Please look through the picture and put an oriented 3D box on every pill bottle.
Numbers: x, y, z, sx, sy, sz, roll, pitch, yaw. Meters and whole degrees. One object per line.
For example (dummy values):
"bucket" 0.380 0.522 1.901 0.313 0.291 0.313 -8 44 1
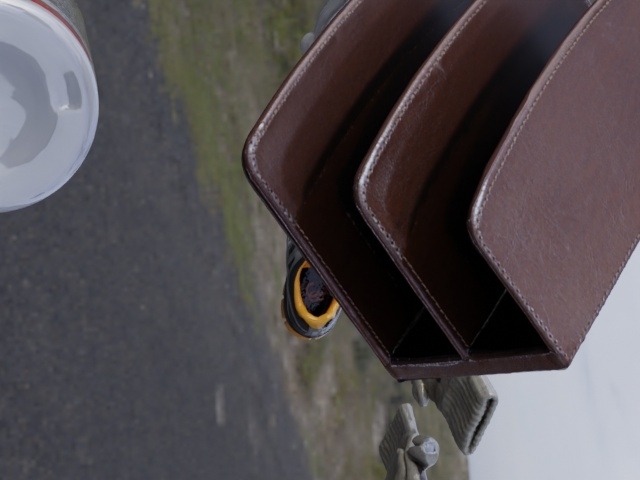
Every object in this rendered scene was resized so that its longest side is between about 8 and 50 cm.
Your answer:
"pill bottle" -0.261 -0.141 0.981 0.283 0.161 0.161 -120 -159 -65

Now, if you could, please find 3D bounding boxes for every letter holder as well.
"letter holder" 0.117 -0.088 0.842 0.214 0.152 0.302 54 53 -21

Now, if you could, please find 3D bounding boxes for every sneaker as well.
"sneaker" 0.000 0.000 1.319 0.083 0.084 0.214 175 -86 -83

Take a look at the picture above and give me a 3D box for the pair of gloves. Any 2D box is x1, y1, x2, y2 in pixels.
"pair of gloves" 0.110 0.196 1.317 0.204 0.042 0.240 -94 -156 -60

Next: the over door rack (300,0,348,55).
"over door rack" 0.037 -0.217 1.036 0.324 0.108 0.239 46 23 -41
